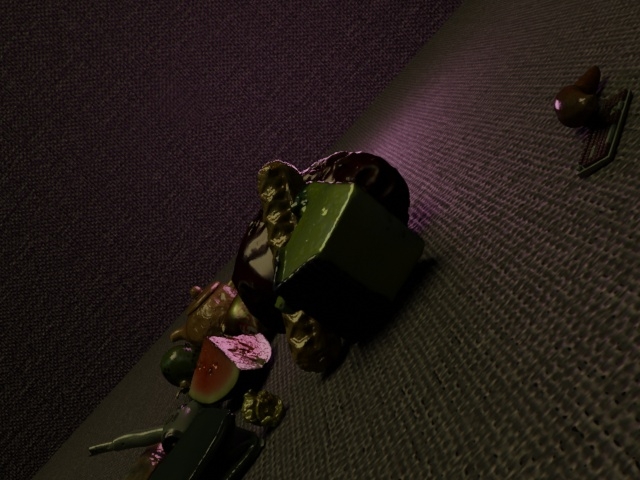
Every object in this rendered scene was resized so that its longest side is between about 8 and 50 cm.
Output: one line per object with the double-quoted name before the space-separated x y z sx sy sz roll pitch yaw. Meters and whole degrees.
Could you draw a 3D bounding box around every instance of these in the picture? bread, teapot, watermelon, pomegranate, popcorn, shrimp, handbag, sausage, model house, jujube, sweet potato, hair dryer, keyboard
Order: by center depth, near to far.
"keyboard" 0.368 -0.142 1.117 0.055 0.017 0.166 -39 13 46
"sweet potato" 0.360 -0.195 1.203 0.078 0.058 0.255 -66 -11 25
"model house" 0.027 0.044 1.334 0.170 0.194 0.211 10 66 55
"popcorn" -0.093 0.276 1.404 0.083 0.068 0.059 13 77 41
"bread" -0.037 0.037 1.408 0.084 0.367 0.077 6 -27 -44
"handbag" -0.221 0.400 1.420 0.260 0.079 0.247 -52 10 -18
"jujube" 0.000 0.000 1.571 0.376 0.258 0.258 -56 10 -5
"shrimp" -0.373 0.508 1.715 0.168 0.077 0.317 -55 2 24
"watermelon" -0.166 0.254 1.726 0.145 0.137 0.193 4 -21 -43
"hair dryer" -0.315 0.371 1.762 0.267 0.092 0.229 -10 13 33
"sausage" -0.142 0.142 1.935 0.317 0.125 0.117 -57 -29 -43
"pomegranate" -0.337 0.330 2.140 0.122 0.122 0.161 -42 38 33
"teapot" -0.265 0.172 2.217 0.311 0.167 0.203 -42 7 13
